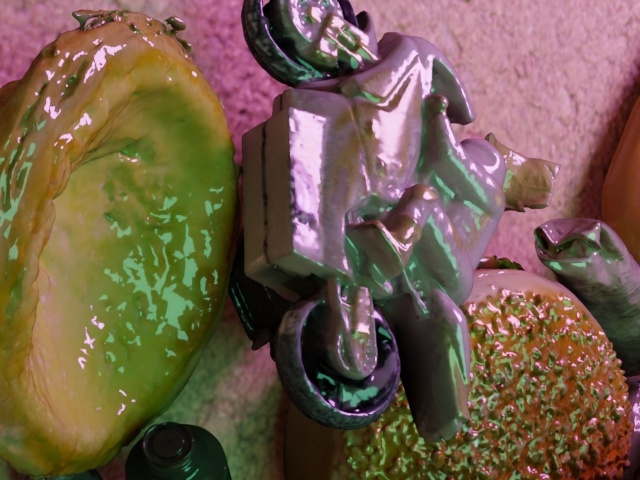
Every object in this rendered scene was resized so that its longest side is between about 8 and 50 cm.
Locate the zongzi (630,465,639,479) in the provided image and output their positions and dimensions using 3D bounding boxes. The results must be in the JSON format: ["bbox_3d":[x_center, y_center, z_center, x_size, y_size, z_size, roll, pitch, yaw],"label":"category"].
[{"bbox_3d":[0.410,0.322,1.497,0.500,0.218,0.467,-37,117,-60],"label":"zongzi"}]

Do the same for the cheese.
[{"bbox_3d":[0.159,-0.051,1.488,0.084,0.041,0.060,15,78,-24],"label":"cheese"}]

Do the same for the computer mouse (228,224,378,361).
[{"bbox_3d":[-0.003,-0.001,1.330,0.126,0.071,0.231,43,56,-26],"label":"computer mouse"}]

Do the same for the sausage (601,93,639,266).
[{"bbox_3d":[0.348,-0.108,1.585,0.134,0.116,0.354,34,76,-11],"label":"sausage"}]

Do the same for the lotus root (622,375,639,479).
[{"bbox_3d":[0.291,0.182,1.606,0.143,0.070,0.144,18,83,-40],"label":"lotus root"}]

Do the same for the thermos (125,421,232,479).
[{"bbox_3d":[-0.094,0.187,1.229,0.187,0.073,0.083,81,29,-55],"label":"thermos"}]

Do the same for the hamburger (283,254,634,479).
[{"bbox_3d":[0.111,0.159,1.389,0.302,0.170,0.302,-6,99,-39],"label":"hamburger"}]

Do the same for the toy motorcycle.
[{"bbox_3d":[0.044,-0.027,1.255,0.223,0.108,0.340,10,67,-35],"label":"toy motorcycle"}]

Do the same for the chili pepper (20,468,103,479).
[{"bbox_3d":[-0.171,0.184,1.245,0.050,0.041,0.153,-33,134,-10],"label":"chili pepper"}]

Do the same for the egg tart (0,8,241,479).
[{"bbox_3d":[-0.166,0.002,1.144,0.315,0.120,0.315,-36,133,-53],"label":"egg tart"}]

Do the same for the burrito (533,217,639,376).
[{"bbox_3d":[0.234,0.045,1.480,0.275,0.082,0.059,48,43,-56],"label":"burrito"}]
